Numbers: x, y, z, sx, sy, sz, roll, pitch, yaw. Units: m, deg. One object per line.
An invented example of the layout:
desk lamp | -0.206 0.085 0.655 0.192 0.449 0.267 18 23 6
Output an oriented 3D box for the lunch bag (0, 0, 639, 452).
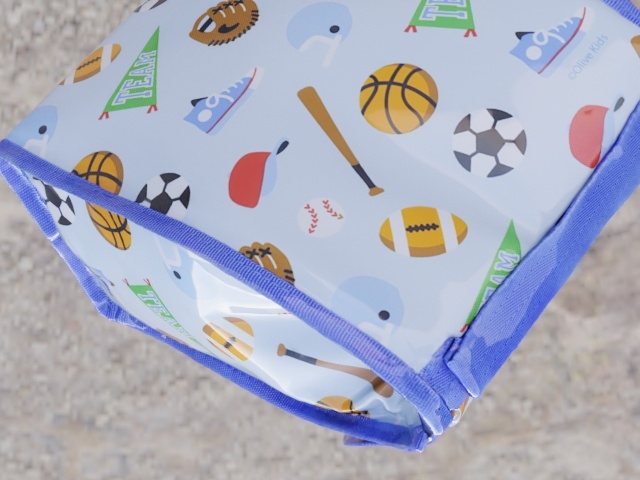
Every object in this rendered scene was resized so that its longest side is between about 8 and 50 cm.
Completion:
lunch bag | 0.029 -0.048 1.171 0.385 0.328 0.239 20 153 41
